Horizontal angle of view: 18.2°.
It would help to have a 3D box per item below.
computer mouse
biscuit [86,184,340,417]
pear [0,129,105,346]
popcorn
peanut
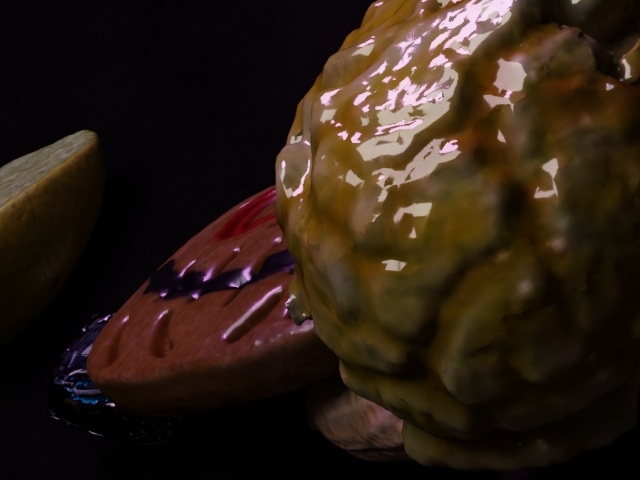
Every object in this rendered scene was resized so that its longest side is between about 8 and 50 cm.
[{"bbox_3d":[-0.126,0.101,1.514,0.146,0.077,0.242,-42,23,-31],"label":"computer mouse"},{"bbox_3d":[-0.001,-0.001,1.338,0.367,0.063,0.314,-16,26,49],"label":"biscuit"},{"bbox_3d":[-0.292,-0.005,1.938,0.239,0.139,0.288,-43,16,-15],"label":"pear"},{"bbox_3d":[0.104,-0.016,1.021,0.247,0.282,0.282,-16,41,32],"label":"popcorn"},{"bbox_3d":[0.045,0.095,1.215,0.174,0.080,0.080,-8,50,62],"label":"peanut"}]
